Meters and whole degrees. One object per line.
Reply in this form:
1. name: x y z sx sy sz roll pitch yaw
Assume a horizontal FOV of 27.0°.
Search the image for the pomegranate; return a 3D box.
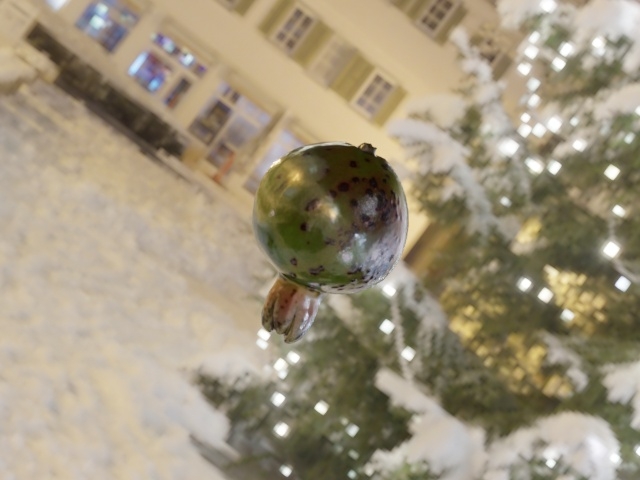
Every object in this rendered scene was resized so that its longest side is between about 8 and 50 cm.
1. pomegranate: 0.001 -0.001 0.568 0.073 0.084 0.073 17 -25 8
